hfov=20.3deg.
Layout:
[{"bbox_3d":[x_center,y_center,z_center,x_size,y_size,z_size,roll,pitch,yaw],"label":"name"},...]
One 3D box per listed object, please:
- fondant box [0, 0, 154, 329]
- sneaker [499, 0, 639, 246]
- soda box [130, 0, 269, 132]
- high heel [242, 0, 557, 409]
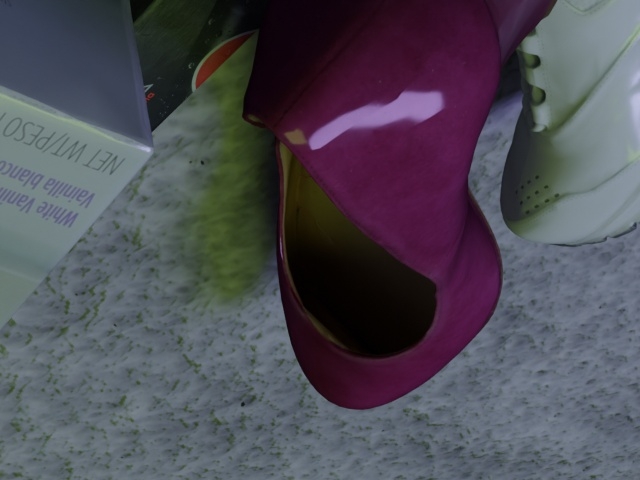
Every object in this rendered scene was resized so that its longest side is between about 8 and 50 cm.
[{"bbox_3d":[-0.252,0.002,0.668,0.238,0.096,0.330,21,129,-34],"label":"fondant box"},{"bbox_3d":[0.126,-0.115,0.812,0.129,0.111,0.297,-2,135,-20],"label":"sneaker"},{"bbox_3d":[-0.064,-0.100,0.729,0.169,0.053,0.060,-41,145,26],"label":"soda box"},{"bbox_3d":[0.000,0.000,0.794,0.181,0.127,0.377,-43,158,-33],"label":"high heel"}]
